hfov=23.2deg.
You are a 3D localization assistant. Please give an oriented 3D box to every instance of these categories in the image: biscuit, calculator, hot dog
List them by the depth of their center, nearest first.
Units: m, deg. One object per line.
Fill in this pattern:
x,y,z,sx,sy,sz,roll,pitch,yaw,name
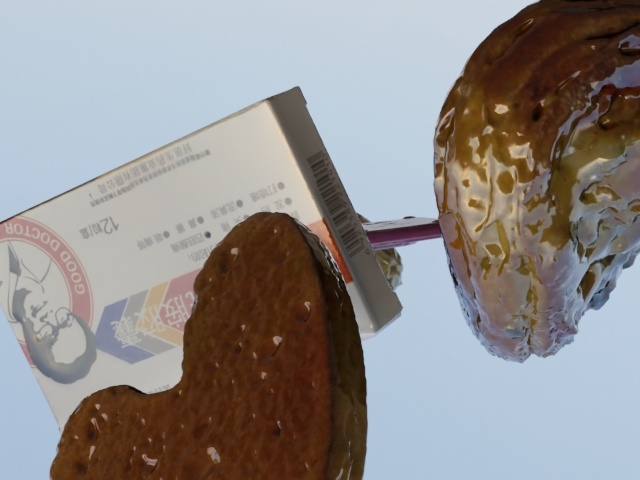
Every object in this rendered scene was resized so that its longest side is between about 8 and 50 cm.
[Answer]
-0.084,0.131,1.075,0.052,0.277,0.262,35,-147,-42,biscuit
0.192,-0.041,1.137,0.174,0.267,0.387,50,179,16,hot dog
0.063,-0.006,1.649,0.127,0.034,0.190,-7,179,-15,calculator

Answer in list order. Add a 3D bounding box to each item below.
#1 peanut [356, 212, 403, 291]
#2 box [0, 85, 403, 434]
0.000,0.000,1.827,0.214,0.099,0.099,22,-153,9,peanut
-0.126,0.030,1.353,0.353,0.214,0.069,-21,-173,32,box
